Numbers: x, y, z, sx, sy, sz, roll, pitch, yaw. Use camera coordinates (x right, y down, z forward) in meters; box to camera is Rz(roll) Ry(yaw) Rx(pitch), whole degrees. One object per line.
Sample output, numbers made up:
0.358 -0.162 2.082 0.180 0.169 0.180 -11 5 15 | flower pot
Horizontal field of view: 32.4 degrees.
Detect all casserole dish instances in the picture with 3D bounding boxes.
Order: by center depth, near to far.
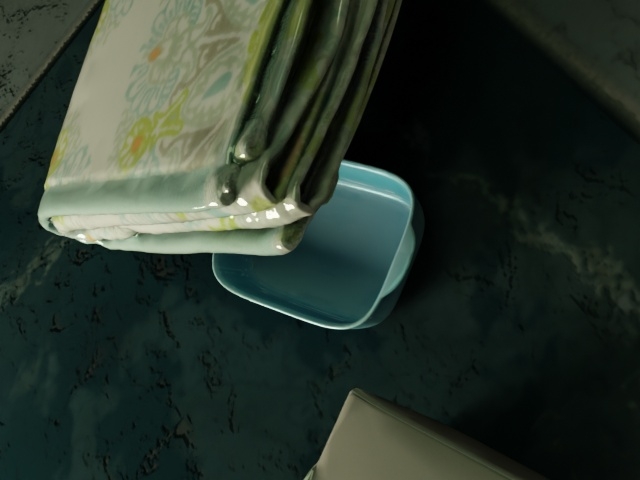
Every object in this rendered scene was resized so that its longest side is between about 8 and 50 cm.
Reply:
0.000 0.000 0.768 0.188 0.037 0.114 17 82 43 | casserole dish

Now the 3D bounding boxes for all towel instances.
-0.077 -0.149 0.826 0.374 0.090 0.321 1 69 55 | towel

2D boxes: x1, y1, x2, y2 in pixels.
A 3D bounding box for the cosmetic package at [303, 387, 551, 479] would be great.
0.096 0.182 0.563 0.238 0.107 0.127 25 89 47 | cosmetic package
